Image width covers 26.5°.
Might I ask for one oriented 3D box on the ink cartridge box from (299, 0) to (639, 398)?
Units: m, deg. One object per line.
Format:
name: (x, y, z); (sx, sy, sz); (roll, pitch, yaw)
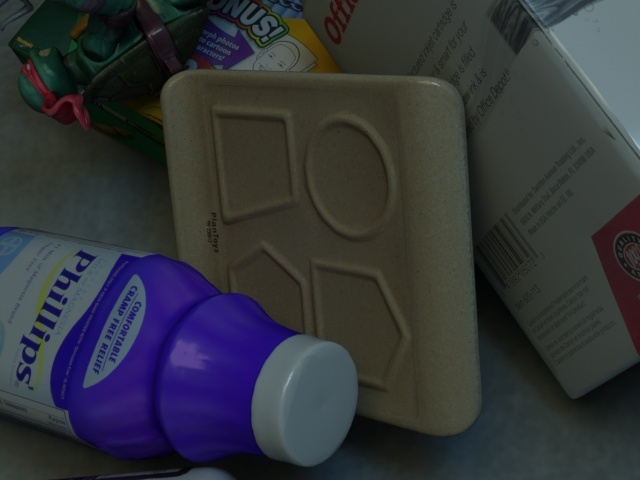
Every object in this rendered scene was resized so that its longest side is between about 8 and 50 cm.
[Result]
ink cartridge box: (0.126, -0.082, 0.713); (0.117, 0.207, 0.283); (-31, 79, -19)

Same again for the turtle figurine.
turtle figurine: (-0.119, -0.149, 0.833); (0.234, 0.118, 0.175); (-33, 18, -6)

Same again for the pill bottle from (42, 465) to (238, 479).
pill bottle: (-0.094, 0.180, 0.742); (0.193, 0.108, 0.108); (-7, 60, 11)

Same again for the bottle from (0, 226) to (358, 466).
bottle: (-0.110, 0.065, 0.780); (0.283, 0.092, 0.118); (11, 70, 37)

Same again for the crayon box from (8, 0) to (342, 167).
crayon box: (-0.049, -0.119, 0.909); (0.278, 0.081, 0.165); (28, 72, 26)

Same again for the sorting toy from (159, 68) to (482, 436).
sorting toy: (0.000, 0.000, 0.766); (0.208, 0.193, 0.038); (7, 18, 41)
